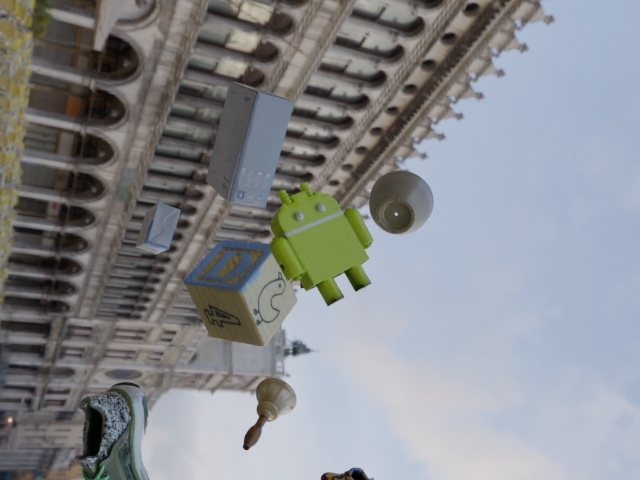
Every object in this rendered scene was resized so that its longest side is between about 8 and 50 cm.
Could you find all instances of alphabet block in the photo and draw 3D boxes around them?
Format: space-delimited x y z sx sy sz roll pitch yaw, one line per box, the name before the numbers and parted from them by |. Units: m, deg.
alphabet block | -0.205 0.134 1.690 0.194 0.192 0.197 6 -50 32

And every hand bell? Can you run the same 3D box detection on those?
hand bell | -0.159 0.496 1.776 0.242 0.126 0.126 -54 165 -65

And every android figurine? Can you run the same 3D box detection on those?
android figurine | 0.000 0.000 1.399 0.056 0.248 0.272 -39 -105 53

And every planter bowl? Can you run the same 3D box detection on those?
planter bowl | 0.191 -0.079 1.582 0.109 0.162 0.162 -56 169 -62

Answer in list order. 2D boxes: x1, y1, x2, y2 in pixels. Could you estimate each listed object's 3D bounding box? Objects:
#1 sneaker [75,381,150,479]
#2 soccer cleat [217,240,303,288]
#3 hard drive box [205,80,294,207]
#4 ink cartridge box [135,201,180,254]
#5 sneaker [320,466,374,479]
sneaker | -0.518 0.547 1.537 0.158 0.182 0.409 -16 -107 24
soccer cleat | -0.164 0.067 1.951 0.116 0.332 0.143 124 -34 -62
hard drive box | -0.157 -0.207 1.379 0.181 0.089 0.232 39 -63 58
ink cartridge box | -0.420 -0.026 1.648 0.181 0.062 0.104 -15 -122 63
sneaker | 0.073 0.608 1.641 0.186 0.070 0.083 6 -79 44
